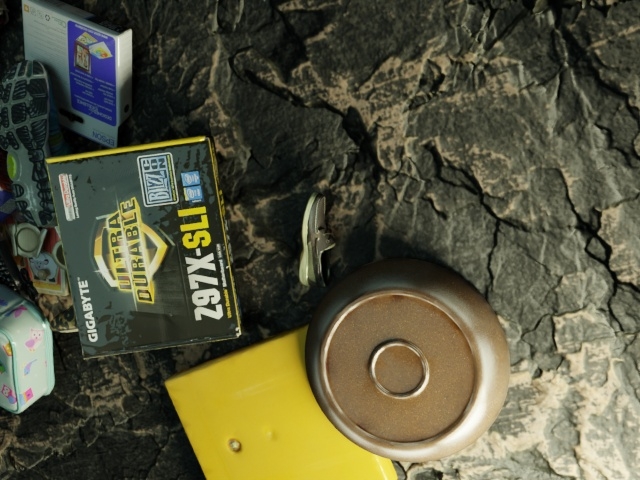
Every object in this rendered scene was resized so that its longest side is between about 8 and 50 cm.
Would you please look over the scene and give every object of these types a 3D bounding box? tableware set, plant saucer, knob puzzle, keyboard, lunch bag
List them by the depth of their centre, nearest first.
[{"bbox_3d":[0.118,0.183,1.290,0.310,0.050,0.311,2,99,16],"label":"plant saucer"},{"bbox_3d":[-0.472,-0.025,1.548,0.168,0.020,0.141,13,101,11],"label":"tableware set"},{"bbox_3d":[-0.538,0.000,1.600,0.213,0.030,0.213,6,104,25],"label":"knob puzzle"},{"bbox_3d":[-0.560,0.086,1.611,0.108,0.023,0.180,-9,110,33],"label":"keyboard"},{"bbox_3d":[-0.614,0.180,1.618,0.279,0.108,0.224,24,128,25],"label":"lunch bag"}]

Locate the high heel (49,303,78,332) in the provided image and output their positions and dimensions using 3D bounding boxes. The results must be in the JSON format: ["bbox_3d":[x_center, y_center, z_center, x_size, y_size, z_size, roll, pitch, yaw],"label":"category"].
[{"bbox_3d":[-0.376,0.042,1.491,0.261,0.093,0.186,-23,95,14],"label":"high heel"}]

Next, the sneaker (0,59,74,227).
[{"bbox_3d":[-0.468,-0.160,1.469,0.107,0.110,0.276,-2,99,16],"label":"sneaker"}]

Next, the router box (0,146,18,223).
[{"bbox_3d":[-0.720,-0.094,1.551,0.335,0.082,0.301,-37,73,9],"label":"router box"}]

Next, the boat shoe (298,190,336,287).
[{"bbox_3d":[0.000,0.000,1.330,0.049,0.056,0.152,12,116,18],"label":"boat shoe"}]

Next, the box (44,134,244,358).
[{"bbox_3d":[-0.271,0.009,1.392,0.257,0.079,0.322,-8,99,0],"label":"box"}]

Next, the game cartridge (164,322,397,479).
[{"bbox_3d":[-0.070,0.305,1.437,0.323,0.052,0.285,-23,91,25],"label":"game cartridge"}]

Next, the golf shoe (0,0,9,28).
[{"bbox_3d":[-0.574,-0.424,1.496,0.120,0.105,0.273,27,118,-1],"label":"golf shoe"}]

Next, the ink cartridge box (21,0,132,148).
[{"bbox_3d":[-0.400,-0.277,1.450,0.206,0.045,0.208,25,127,20],"label":"ink cartridge box"}]
